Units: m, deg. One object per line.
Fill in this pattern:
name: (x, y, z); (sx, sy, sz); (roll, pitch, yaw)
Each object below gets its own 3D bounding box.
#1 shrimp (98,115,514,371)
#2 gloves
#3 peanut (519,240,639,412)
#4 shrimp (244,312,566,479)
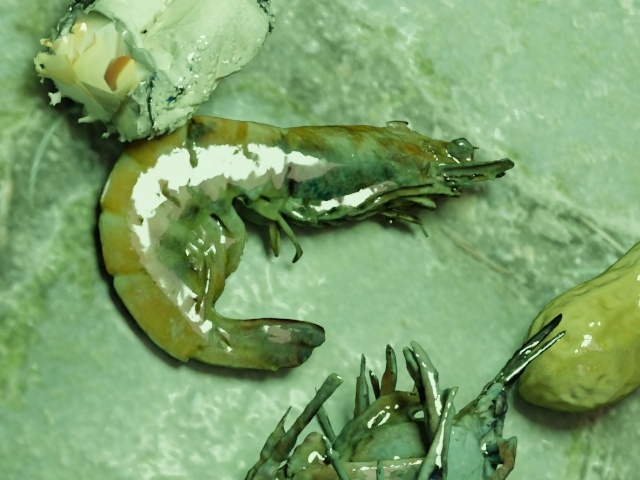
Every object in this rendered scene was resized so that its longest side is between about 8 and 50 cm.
shrimp: (0.000, 0.000, 1.169); (0.296, 0.058, 0.169); (-2, 82, -22)
gloves: (-0.104, -0.130, 1.138); (0.114, 0.070, 0.153); (33, 56, 16)
peanut: (0.220, 0.052, 1.248); (0.214, 0.099, 0.099); (-26, 88, -25)
shrimp: (0.030, 0.153, 1.071); (0.137, 0.172, 0.372); (39, 69, -6)
